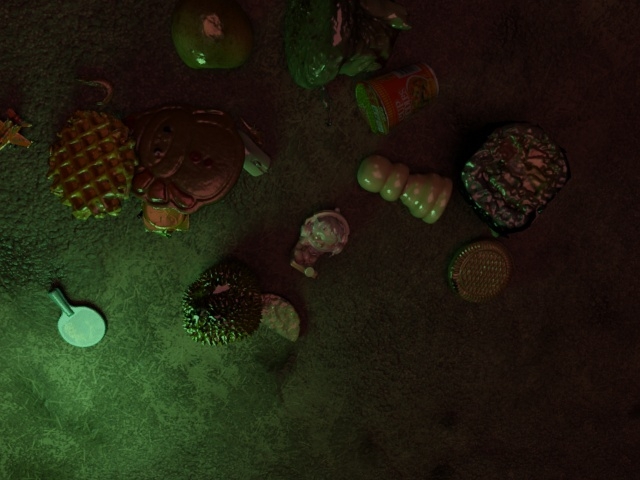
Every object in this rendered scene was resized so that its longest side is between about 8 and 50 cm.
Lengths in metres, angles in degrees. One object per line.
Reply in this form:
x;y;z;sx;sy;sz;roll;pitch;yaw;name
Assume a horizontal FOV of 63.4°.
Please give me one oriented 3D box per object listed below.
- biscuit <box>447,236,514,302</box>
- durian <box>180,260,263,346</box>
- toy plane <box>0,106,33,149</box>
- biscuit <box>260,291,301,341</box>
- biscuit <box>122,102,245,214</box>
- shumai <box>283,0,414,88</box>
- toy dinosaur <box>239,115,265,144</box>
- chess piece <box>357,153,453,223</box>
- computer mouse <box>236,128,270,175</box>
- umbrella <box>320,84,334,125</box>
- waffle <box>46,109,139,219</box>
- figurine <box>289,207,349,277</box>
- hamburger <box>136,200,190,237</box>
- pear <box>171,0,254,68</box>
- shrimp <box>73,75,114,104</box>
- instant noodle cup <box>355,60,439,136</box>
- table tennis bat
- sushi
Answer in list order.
0.578;0.109;1.865;0.260;0.079;0.258;-2;107;-8;biscuit
-0.310;0.218;1.681;0.292;0.291;0.224;-17;149;-4;durian
-0.931;-0.299;1.527;0.135;0.062;0.188;39;111;-17;toy plane
-0.160;0.253;1.816;0.250;0.032;0.133;31;100;-16;biscuit
-0.425;-0.258;1.558;0.382;0.074;0.358;24;81;-5;biscuit
0.085;-0.611;1.469;0.324;0.324;0.396;2;78;-29;shumai
-0.210;-0.352;1.634;0.041;0.026;0.113;-26;119;18;toy dinosaur
0.264;-0.182;1.706;0.300;0.167;0.166;21;102;-7;chess piece
-0.231;-0.272;1.641;0.089;0.056;0.182;-44;108;10;computer mouse
0.012;-0.493;1.623;0.044;0.044;0.268;-23;112;-34;umbrella
-0.674;-0.220;1.517;0.302;0.068;0.324;21;92;15;waffle
0.000;-0.002;1.709;0.163;0.141;0.236;37;97;-21;figurine
-0.483;-0.103;1.630;0.164;0.093;0.189;10;103;-10;hamburger
-0.305;-0.597;1.463;0.229;0.188;0.211;-8;119;-7;pear
-0.675;-0.445;1.538;0.115;0.023;0.083;12;106;-16;shrimp
0.244;-0.452;1.609;0.212;0.193;0.193;-29;109;-11;instant noodle cup
-0.812;0.252;1.713;0.149;0.038;0.237;-28;111;0;table tennis bat
0.600;-0.200;1.693;0.329;0.285;0.327;38;92;5;sushi
